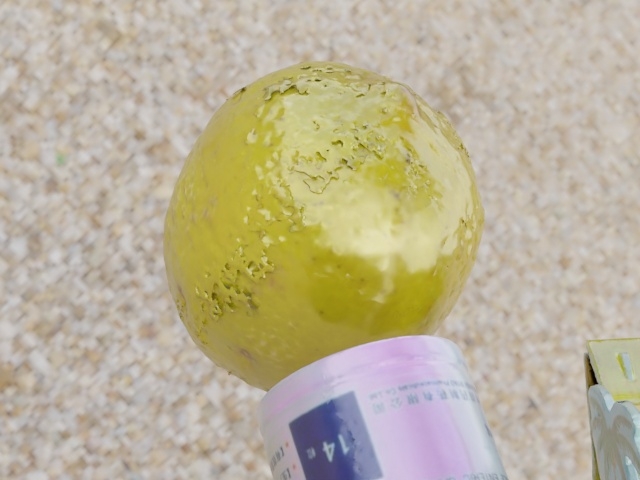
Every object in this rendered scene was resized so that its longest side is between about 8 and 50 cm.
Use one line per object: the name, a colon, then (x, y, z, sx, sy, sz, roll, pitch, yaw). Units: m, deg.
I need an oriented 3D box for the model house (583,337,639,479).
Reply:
model house: (0.334, 0.194, 1.175, 0.300, 0.340, 0.323, -6, 65, -2)

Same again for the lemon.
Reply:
lemon: (0.000, 0.000, 1.295, 0.258, 0.310, 0.258, 11, 44, -11)

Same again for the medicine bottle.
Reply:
medicine bottle: (0.062, 0.207, 1.043, 0.152, 0.152, 0.254, 7, 55, -44)
